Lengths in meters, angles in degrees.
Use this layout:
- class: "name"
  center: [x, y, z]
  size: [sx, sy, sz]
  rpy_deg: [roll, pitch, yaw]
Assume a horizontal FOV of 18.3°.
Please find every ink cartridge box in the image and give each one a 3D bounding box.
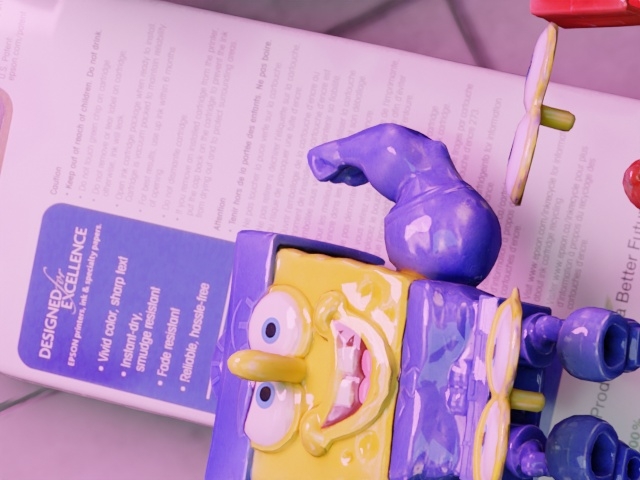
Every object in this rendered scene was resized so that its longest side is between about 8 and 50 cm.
- class: "ink cartridge box"
  center: [0.000, 0.000, 0.860]
  size: [0.371, 0.069, 0.176]
  rpy_deg: [13, 96, 9]

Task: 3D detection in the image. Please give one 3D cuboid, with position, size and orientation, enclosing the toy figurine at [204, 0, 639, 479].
- class: "toy figurine"
  center: [0.044, 0.085, 0.775]
  size: [0.217, 0.191, 0.363]
  rpy_deg: [3, 86, 43]
